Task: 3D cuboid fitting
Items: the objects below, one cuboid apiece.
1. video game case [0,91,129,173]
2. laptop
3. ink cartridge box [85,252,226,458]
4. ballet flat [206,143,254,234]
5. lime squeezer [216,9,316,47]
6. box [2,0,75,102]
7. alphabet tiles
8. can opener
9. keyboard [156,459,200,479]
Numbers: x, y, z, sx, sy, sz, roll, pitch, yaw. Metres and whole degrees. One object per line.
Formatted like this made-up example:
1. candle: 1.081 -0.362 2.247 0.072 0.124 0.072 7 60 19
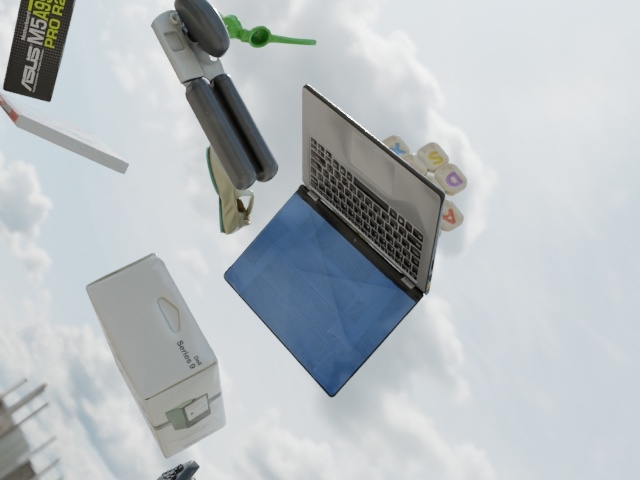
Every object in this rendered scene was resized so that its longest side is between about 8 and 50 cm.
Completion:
1. video game case: -0.485 -0.203 1.445 0.204 0.025 0.285 25 4 -33
2. laptop: 0.000 0.000 1.463 0.382 0.236 0.408 43 -30 32
3. ink cartridge box: -0.251 0.187 1.215 0.211 0.121 0.289 55 -21 25
4. ballet flat: -0.174 -0.104 1.547 0.086 0.086 0.248 39 -26 25
5. lime squeezer: -0.165 -0.487 1.803 0.310 0.110 0.059 19 -68 -3
6. box: -0.341 -0.338 0.988 0.270 0.060 0.216 -105 -145 -48
7. alphabet tiles: 0.170 -0.104 1.702 0.278 0.284 0.021 57 -7 27
8. can opener: -0.141 -0.211 1.070 0.284 0.076 0.095 61 -33 8
9. keyboard: -0.342 0.548 1.582 0.201 0.317 0.033 -24 -80 27
